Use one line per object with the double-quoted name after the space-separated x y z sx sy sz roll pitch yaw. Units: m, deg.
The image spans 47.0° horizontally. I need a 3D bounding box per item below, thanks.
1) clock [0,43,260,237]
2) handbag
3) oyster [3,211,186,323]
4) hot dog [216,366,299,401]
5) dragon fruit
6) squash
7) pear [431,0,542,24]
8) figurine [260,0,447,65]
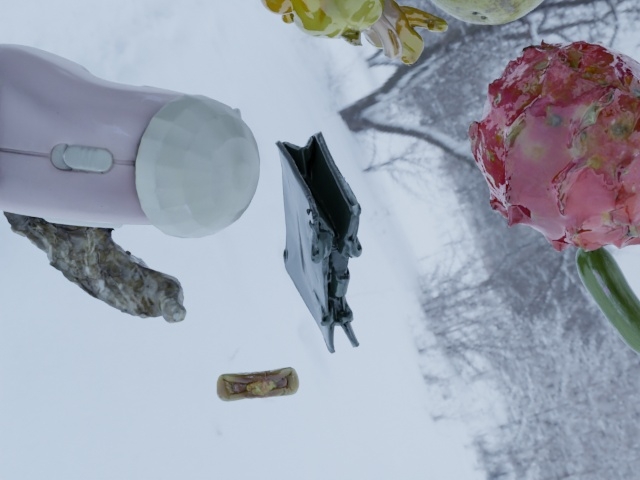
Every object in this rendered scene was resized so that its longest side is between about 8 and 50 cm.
-0.236 -0.105 0.831 0.342 0.325 0.184 -117 -141 -73 "clock"
-0.002 0.000 1.078 0.260 0.079 0.247 -113 -164 -53 "handbag"
-0.362 0.036 1.290 0.396 0.111 0.204 33 -1 14 "oyster"
-0.064 0.152 0.776 0.034 0.090 0.030 143 -57 -72 "hot dog"
0.249 -0.108 0.744 0.205 0.210 0.268 28 35 -35 "dragon fruit"
0.368 0.081 0.895 0.183 0.052 0.052 61 10 22 "squash"
0.217 -0.374 0.951 0.197 0.197 0.197 60 15 -27 "pear"
0.035 -0.268 0.812 0.246 0.131 0.156 12 43 -52 "figurine"
